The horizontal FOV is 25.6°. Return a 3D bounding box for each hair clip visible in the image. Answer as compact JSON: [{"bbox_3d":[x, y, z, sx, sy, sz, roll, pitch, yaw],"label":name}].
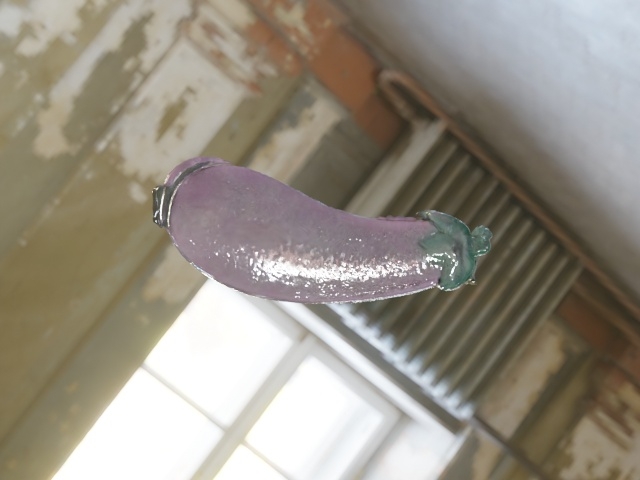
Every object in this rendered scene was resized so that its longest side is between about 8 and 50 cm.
[{"bbox_3d":[0.000,0.002,1.458,0.359,0.110,0.095,8,-149,-20],"label":"hair clip"}]
